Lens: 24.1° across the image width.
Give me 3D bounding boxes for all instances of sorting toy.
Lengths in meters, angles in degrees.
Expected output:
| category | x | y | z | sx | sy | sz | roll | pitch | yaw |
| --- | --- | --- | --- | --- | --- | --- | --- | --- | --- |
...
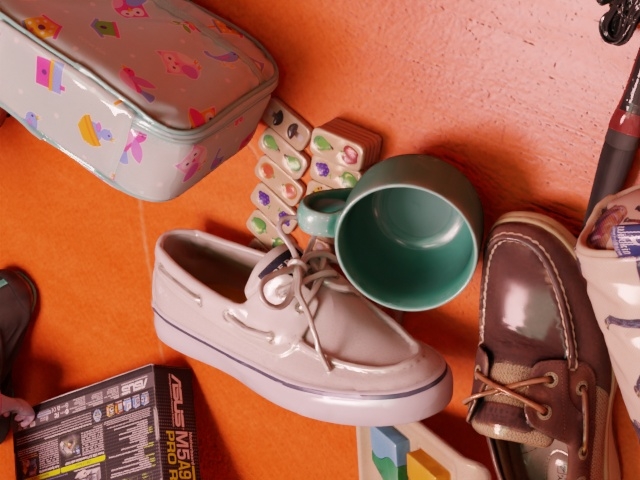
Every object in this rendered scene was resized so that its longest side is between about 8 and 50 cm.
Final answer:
| category | x | y | z | sx | sy | sz | roll | pitch | yaw |
| --- | --- | --- | --- | --- | --- | --- | --- | --- | --- |
| sorting toy | 0.096 | 0.268 | 1.496 | 0.208 | 0.038 | 0.193 | 29 | 128 | 54 |

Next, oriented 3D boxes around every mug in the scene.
| category | x | y | z | sx | sy | sz | roll | pitch | yaw |
| --- | --- | --- | --- | --- | --- | --- | --- | --- | --- |
| mug | 0.075 | -0.023 | 1.371 | 0.158 | 0.097 | 0.129 | 41 | 118 | -9 |

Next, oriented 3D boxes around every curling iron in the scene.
| category | x | y | z | sx | sy | sz | roll | pitch | yaw |
| --- | --- | --- | --- | --- | --- | --- | --- | --- | --- |
| curling iron | 0.252 | -0.104 | 1.273 | 0.068 | 0.035 | 0.274 | 37 | 135 | 43 |

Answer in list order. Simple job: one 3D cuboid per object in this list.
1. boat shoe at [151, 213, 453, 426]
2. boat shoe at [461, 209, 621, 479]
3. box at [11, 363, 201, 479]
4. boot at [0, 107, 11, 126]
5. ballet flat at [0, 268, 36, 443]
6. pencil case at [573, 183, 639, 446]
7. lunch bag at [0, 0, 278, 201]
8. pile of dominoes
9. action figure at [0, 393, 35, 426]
| category | x | y | z | sx | sy | sz | roll | pitch | yaw |
| --- | --- | --- | --- | --- | --- | --- | --- | --- | --- |
| boat shoe | -0.028 | 0.055 | 1.460 | 0.367 | 0.136 | 0.156 | 20 | 126 | 41 |
| boat shoe | 0.195 | 0.146 | 1.357 | 0.123 | 0.123 | 0.342 | 7 | 116 | 35 |
| box | -0.247 | 0.276 | 1.716 | 0.270 | 0.060 | 0.216 | -22 | 68 | 39 |
| boot | -0.489 | -0.115 | 1.633 | 0.264 | 0.280 | 0.096 | 23 | 149 | 20 |
| ballet flat | -0.420 | 0.154 | 1.821 | 0.095 | 0.096 | 0.280 | 33 | 126 | 24 |
| pencil case | 0.338 | 0.150 | 1.202 | 0.183 | 0.160 | 0.410 | 6 | 117 | 69 |
| lunch bag | -0.192 | -0.175 | 1.437 | 0.279 | 0.224 | 0.108 | 36 | 130 | 11 |
| pile of dominoes | 0.000 | 0.000 | 1.491 | 0.196 | 0.040 | 0.251 | 24 | 122 | 25 |
| action figure | -0.454 | 0.265 | 1.664 | 0.248 | 0.276 | 0.370 | -25 | 95 | 6 |
